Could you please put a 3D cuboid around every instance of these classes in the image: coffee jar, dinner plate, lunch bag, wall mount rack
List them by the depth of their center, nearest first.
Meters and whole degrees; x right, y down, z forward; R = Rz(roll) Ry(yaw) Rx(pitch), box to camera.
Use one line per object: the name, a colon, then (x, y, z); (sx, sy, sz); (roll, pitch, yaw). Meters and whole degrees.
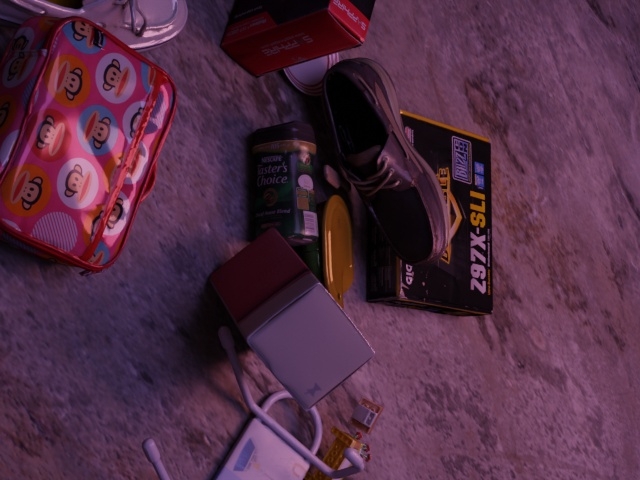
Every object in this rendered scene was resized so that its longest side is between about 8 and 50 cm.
lunch bag: (-0.308, -0.113, 1.578); (0.258, 0.120, 0.293); (32, 72, -47)
wall mount rack: (-0.104, 0.307, 1.729); (0.304, 0.130, 0.350); (43, 52, -13)
coffee jar: (-0.054, -0.085, 1.872); (0.079, 0.096, 0.184); (10, 75, -50)
dinner plate: (-0.023, -0.301, 2.001); (0.141, 0.017, 0.141); (9, 77, -44)

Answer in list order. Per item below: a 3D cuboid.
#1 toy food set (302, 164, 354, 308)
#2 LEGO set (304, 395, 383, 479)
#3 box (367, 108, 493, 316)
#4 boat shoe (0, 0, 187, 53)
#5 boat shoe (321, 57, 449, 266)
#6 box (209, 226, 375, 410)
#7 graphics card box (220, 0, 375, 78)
toy food set: (0.000, 0.000, 1.943); (0.128, 0.071, 0.218); (15, 72, -69)
LEGO set: (0.051, 0.387, 1.885); (0.107, 0.132, 0.287); (31, 55, -48)
box: (0.191, -0.039, 2.134); (0.257, 0.079, 0.322); (13, 74, -46)
boat shoe: (-0.293, -0.335, 1.623); (0.367, 0.156, 0.136); (6, 79, -45)
boat shoe: (0.084, -0.119, 1.955); (0.130, 0.132, 0.355); (-11, 74, -59)
box: (-0.044, 0.104, 1.734); (0.127, 0.232, 0.148); (-39, 117, -2)
graphics card box: (0.000, -0.443, 1.894); (0.094, 0.233, 0.371); (36, 59, -36)
